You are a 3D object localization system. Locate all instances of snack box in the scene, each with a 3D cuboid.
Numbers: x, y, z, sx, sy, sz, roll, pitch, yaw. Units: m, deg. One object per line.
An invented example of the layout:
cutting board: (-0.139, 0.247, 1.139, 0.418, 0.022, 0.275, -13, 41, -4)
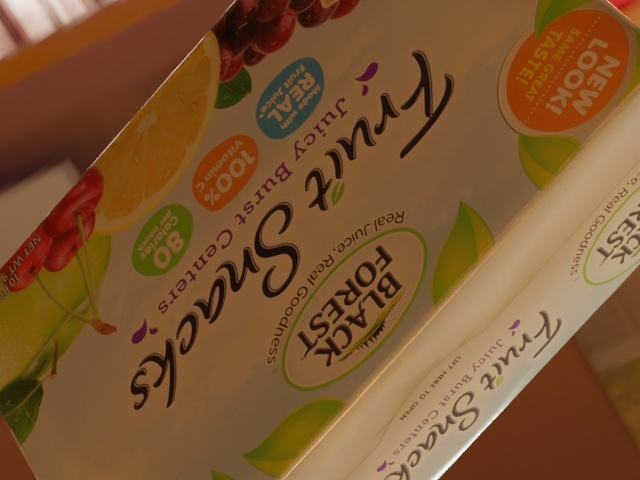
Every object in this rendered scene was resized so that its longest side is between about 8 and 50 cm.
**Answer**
snack box: (0.000, 0.000, 0.379, 0.141, 0.037, 0.100, -49, -134, 9)
